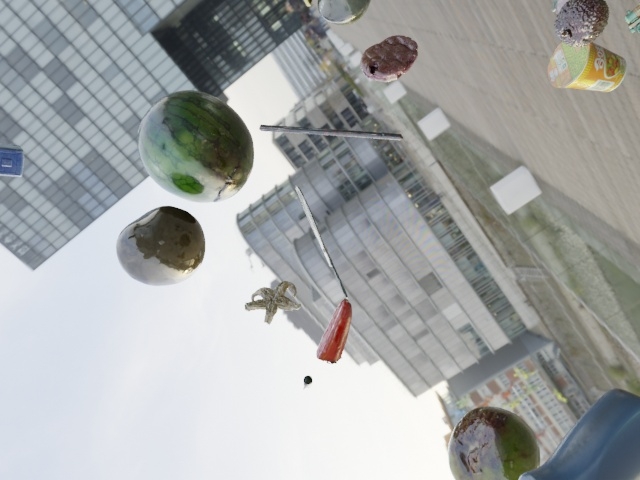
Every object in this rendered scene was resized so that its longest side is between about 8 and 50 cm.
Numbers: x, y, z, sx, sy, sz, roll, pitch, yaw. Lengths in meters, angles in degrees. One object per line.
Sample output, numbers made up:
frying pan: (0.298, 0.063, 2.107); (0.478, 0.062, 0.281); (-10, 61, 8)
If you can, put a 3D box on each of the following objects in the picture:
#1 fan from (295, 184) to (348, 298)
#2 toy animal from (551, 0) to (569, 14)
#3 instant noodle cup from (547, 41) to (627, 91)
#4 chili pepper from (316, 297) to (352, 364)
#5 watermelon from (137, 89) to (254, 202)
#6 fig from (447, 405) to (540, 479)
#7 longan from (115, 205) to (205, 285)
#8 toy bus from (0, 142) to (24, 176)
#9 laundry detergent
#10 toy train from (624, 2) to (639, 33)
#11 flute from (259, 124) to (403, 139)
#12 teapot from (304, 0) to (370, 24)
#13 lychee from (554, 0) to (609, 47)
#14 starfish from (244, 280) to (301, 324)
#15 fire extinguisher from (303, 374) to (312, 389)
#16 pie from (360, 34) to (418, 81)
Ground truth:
fan: (0.001, 0.000, 1.237); (0.230, 0.011, 0.335); (71, 175, -64)
toy animal: (0.582, -0.603, 1.059); (0.125, 0.251, 0.127); (48, -146, 2)
instant noodle cup: (0.848, -0.544, 1.575); (0.184, 0.169, 0.168); (6, -147, -19)
chili pepper: (0.043, 0.221, 1.266); (0.064, 0.169, 0.088); (22, -165, 18)
watermelon: (-0.377, -0.283, 1.531); (0.363, 0.363, 0.363); (51, -168, -15)
fig: (0.365, 0.438, 1.043); (0.190, 0.181, 0.181); (-4, -127, -37)
longan: (-0.451, 0.015, 1.424); (0.248, 0.248, 0.248); (51, -168, -15)
toy bus: (-0.768, -0.184, 1.066); (0.236, 0.079, 0.094); (0, -171, -45)
laundry detergent: (0.275, 0.254, 0.529); (0.097, 0.206, 0.061); (59, 167, -22)
toy train: (0.743, -0.519, 1.132); (0.064, 0.103, 0.044); (43, -138, -8)
flute: (0.016, -0.198, 0.915); (0.014, 0.269, 0.014); (6, -90, -78)
teapot: (0.033, -0.564, 1.137); (0.119, 0.165, 0.131); (45, -123, -62)
lychee: (0.366, -0.307, 0.701); (0.068, 0.083, 0.067); (59, 158, -6)
starfish: (-0.150, 0.193, 1.591); (0.209, 0.150, 0.053); (9, 166, 33)
fire extinguisher: (-0.036, 0.391, 1.371); (0.025, 0.038, 0.083); (39, 161, 15)
pie: (0.173, -0.453, 1.250); (0.038, 0.153, 0.154); (65, 179, -52)
